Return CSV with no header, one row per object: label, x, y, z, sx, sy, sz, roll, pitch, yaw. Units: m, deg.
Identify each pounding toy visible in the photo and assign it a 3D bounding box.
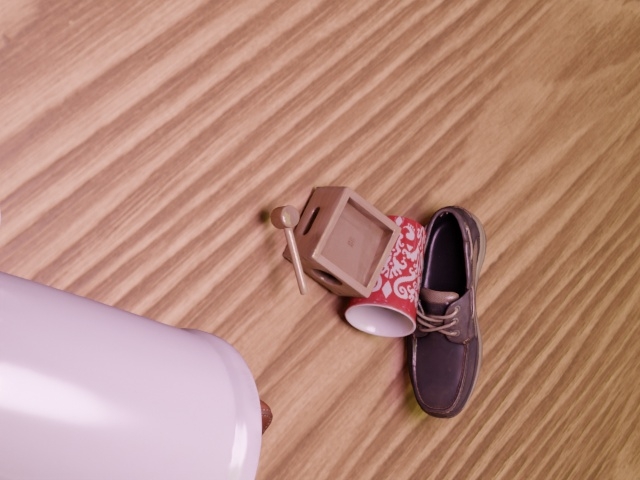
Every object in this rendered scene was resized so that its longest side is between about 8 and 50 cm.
pounding toy,-0.008,0.005,2.107,0.206,0.094,0.181,36,71,-30

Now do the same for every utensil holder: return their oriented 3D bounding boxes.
utensil holder,-0.319,0.218,1.637,0.385,0.327,0.328,24,75,-40

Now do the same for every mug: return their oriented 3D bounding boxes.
mug,0.102,0.060,2.216,0.113,0.150,0.169,22,62,-17

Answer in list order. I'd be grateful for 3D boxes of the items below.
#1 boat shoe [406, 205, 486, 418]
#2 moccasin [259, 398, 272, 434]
boat shoe,0.193,0.111,2.267,0.130,0.132,0.356,33,57,-65
moccasin,-0.177,0.371,1.807,0.380,0.147,0.139,-54,149,0
